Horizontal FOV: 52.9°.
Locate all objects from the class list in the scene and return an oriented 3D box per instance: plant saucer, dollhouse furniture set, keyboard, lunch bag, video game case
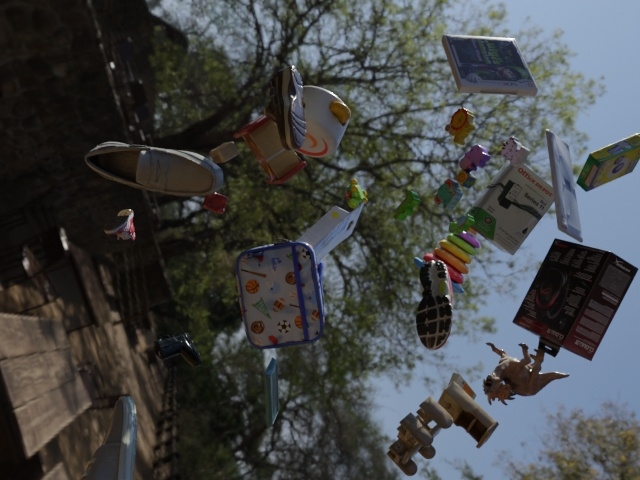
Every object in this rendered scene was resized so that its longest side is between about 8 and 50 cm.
[{"bbox_3d":[-0.125,0.395,1.663,0.067,0.018,0.192,-62,158,-55],"label":"plant saucer"},{"bbox_3d":[0.323,0.519,1.705,0.161,0.242,0.212,43,-32,26],"label":"dollhouse furniture set"},{"bbox_3d":[0.493,-0.115,1.304,0.014,0.072,0.256,-29,-137,42],"label":"keyboard"},{"bbox_3d":[-0.104,0.145,1.810,0.115,0.243,0.303,-3,85,-85],"label":"lunch bag"},{"bbox_3d":[-0.256,-0.218,1.996,0.201,0.374,0.152,58,-16,-16],"label":"dollhouse furniture set"},{"bbox_3d":[0.368,-0.386,1.410,0.022,0.173,0.190,101,-13,-50],"label":"video game case"}]

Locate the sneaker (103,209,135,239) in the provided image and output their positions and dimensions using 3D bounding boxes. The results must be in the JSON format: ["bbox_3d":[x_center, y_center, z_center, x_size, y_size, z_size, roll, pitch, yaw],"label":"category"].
[{"bbox_3d":[-0.448,-0.020,1.443,0.118,0.042,0.067,-73,165,-67],"label":"sneaker"}]

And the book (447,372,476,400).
[{"bbox_3d":[0.414,0.471,1.929,0.035,0.096,0.144,12,-28,39],"label":"book"}]

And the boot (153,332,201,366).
[{"bbox_3d":[-0.391,0.305,1.753,0.121,0.099,0.045,53,-45,31],"label":"boot"}]

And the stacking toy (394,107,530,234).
[{"bbox_3d":[0.245,-0.111,1.135,0.221,0.167,0.052,-56,-140,25],"label":"stacking toy"}]

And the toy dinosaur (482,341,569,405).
[{"bbox_3d":[0.602,0.425,1.959,0.127,0.295,0.200,141,-37,-65],"label":"toy dinosaur"}]

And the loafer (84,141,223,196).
[{"bbox_3d":[-0.380,-0.158,1.465,0.111,0.319,0.112,-41,138,-70],"label":"loafer"}]

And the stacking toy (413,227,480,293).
[{"bbox_3d":[0.484,0.019,2.229,0.165,0.302,0.175,33,2,-27],"label":"stacking toy"}]

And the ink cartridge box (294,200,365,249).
[{"bbox_3d":[0.000,0.000,2.157,0.072,0.307,0.303,43,-19,10],"label":"ink cartridge box"}]

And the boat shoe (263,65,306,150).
[{"bbox_3d":[-0.095,-0.326,1.639,0.095,0.095,0.257,51,31,-50],"label":"boat shoe"}]

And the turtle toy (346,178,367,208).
[{"bbox_3d":[0.137,-0.177,2.556,0.095,0.066,0.130,48,24,-29],"label":"turtle toy"}]

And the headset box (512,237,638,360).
[{"bbox_3d":[0.646,0.159,1.670,0.293,0.110,0.218,-63,-160,0],"label":"headset box"}]

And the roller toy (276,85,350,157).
[{"bbox_3d":[-0.019,-0.351,1.877,0.209,0.191,0.146,115,-1,-68],"label":"roller toy"}]

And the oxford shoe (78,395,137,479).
[{"bbox_3d":[-0.469,0.532,1.388,0.449,0.130,0.169,-97,-165,-45],"label":"oxford shoe"}]

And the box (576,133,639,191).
[{"bbox_3d":[0.717,-0.192,1.565,0.043,0.179,0.105,54,-22,32],"label":"box"}]

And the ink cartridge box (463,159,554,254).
[{"bbox_3d":[0.503,-0.090,1.703,0.153,0.208,0.087,36,3,-8],"label":"ink cartridge box"}]

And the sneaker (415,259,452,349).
[{"bbox_3d":[0.345,0.192,1.841,0.118,0.107,0.279,49,41,-44],"label":"sneaker"}]
